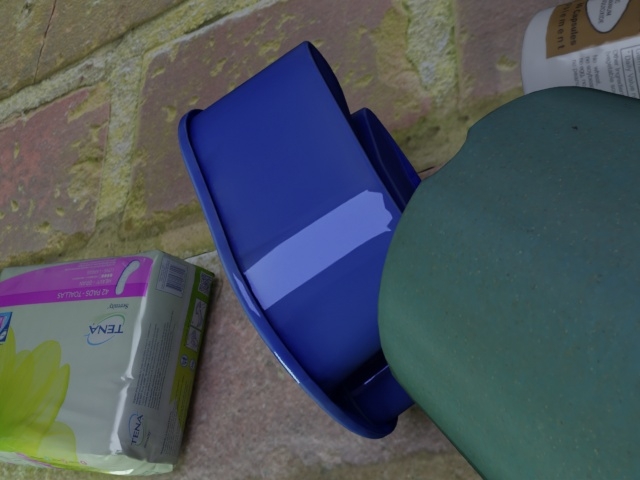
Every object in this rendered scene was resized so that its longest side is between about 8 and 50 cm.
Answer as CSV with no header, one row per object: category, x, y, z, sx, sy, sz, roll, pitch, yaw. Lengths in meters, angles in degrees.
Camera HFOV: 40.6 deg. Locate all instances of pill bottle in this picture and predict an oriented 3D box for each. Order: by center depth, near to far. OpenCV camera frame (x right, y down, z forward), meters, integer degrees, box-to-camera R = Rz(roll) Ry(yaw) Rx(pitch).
pill bottle,0.282,-0.137,0.652,0.229,0.131,0.131,-7,65,35

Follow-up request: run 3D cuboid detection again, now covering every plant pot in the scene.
plant pot,0.224,0.077,0.486,0.341,0.341,0.334,-55,41,3

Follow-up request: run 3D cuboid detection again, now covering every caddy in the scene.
caddy,0.000,0.000,0.734,0.179,0.241,0.341,-36,51,13

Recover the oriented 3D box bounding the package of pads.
package of pads,-0.270,0.140,0.966,0.296,0.101,0.229,-7,65,36
